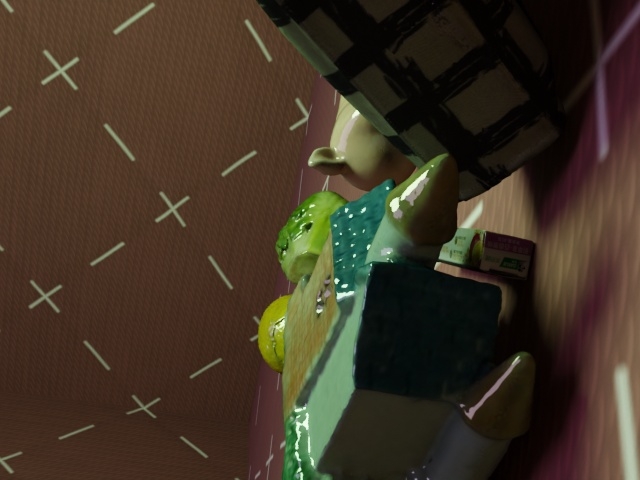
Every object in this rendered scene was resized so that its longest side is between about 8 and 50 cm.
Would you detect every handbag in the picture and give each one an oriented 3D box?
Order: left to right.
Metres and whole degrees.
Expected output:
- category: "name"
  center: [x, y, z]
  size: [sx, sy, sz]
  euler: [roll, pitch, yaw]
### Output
- category: "handbag"
  center: [0.074, -0.250, 0.701]
  size: [0.162, 0.325, 0.327]
  euler: [-34, 27, 26]

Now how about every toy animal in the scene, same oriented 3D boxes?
- category: "toy animal"
  center: [0.091, -0.187, 1.057]
  size: [0.154, 0.166, 0.250]
  euler: [-1, 68, 66]

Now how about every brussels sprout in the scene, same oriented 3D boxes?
- category: "brussels sprout"
  center: [0.000, 0.000, 1.563]
  size: [0.223, 0.161, 0.223]
  euler: [-46, 29, 35]

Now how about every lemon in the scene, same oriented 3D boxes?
- category: "lemon"
  center: [-0.044, 0.193, 1.531]
  size: [0.193, 0.180, 0.181]
  euler: [42, 126, 52]

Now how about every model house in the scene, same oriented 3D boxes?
- category: "model house"
  center: [0.092, 0.069, 0.659]
  size: [0.267, 0.194, 0.325]
  euler: [-92, 16, -52]

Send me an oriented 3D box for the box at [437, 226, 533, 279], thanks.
- category: "box"
  center: [0.154, 0.010, 0.770]
  size: [0.207, 0.050, 0.041]
  euler: [-160, 81, -82]
